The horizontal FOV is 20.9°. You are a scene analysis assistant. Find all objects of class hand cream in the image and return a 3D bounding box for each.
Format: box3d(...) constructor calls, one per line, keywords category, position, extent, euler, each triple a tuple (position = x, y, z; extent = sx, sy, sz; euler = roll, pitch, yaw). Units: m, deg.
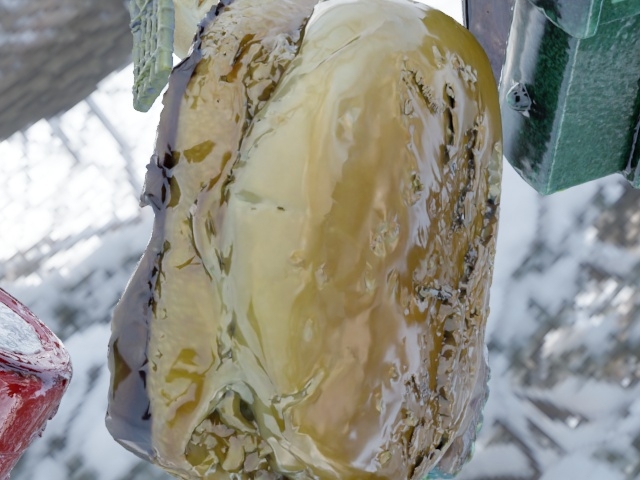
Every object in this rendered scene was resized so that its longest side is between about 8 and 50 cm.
box3d(category="hand cream", position=(-0.346, 0.116, 1.548), extent=(0.230, 0.230, 0.149), euler=(36, -79, 17))

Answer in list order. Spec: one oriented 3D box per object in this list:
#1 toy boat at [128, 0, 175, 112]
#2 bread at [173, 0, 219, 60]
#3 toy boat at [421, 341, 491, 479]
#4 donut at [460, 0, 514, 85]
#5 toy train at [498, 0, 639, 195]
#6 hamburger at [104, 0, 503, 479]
box3d(category="toy boat", position=(-0.136, -0.164, 1.398), extent=(0.016, 0.115, 0.063), euler=(14, -39, -26))
box3d(category="bread", position=(-0.133, -0.257, 2.048), extent=(0.177, 0.084, 0.119), euler=(40, -30, -16))
box3d(category="toy boat", position=(0.161, 0.172, 2.145), extent=(0.108, 0.293, 0.099), euler=(24, -50, -2))
box3d(category="donut", position=(0.255, -0.262, 1.902), extent=(0.216, 0.096, 0.230), euler=(-34, -110, 45))
box3d(category="toy train", position=(0.215, -0.165, 1.252), extent=(0.330, 0.178, 0.138), euler=(94, -29, -48))
box3d(category="hamburger", position=(-0.002, 0.006, 1.010), extent=(0.174, 0.284, 0.304), euler=(5, -88, 24))
